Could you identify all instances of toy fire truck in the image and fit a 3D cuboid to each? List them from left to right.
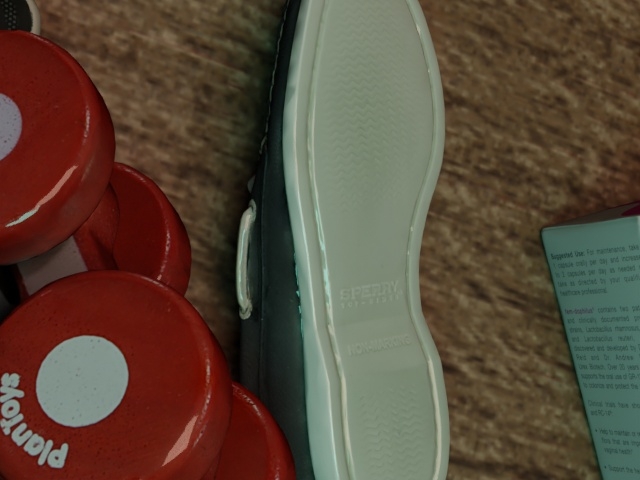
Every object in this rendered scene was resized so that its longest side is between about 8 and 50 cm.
[{"bbox_3d":[-0.170,0.067,0.804,0.253,0.169,0.302,-27,66,-1],"label":"toy fire truck"}]

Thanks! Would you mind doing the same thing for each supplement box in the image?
[{"bbox_3d":[0.219,0.082,1.013,0.111,0.114,0.220,-16,91,-22],"label":"supplement box"}]

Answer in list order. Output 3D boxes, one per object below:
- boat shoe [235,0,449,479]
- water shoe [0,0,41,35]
[{"bbox_3d":[0.000,0.000,0.936,0.114,0.091,0.303,7,82,-42],"label":"boat shoe"},{"bbox_3d":[-0.227,-0.104,0.854,0.203,0.080,0.073,1,87,-22],"label":"water shoe"}]
